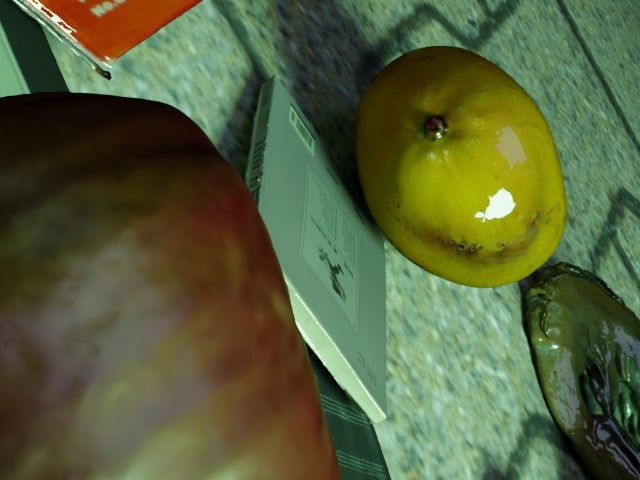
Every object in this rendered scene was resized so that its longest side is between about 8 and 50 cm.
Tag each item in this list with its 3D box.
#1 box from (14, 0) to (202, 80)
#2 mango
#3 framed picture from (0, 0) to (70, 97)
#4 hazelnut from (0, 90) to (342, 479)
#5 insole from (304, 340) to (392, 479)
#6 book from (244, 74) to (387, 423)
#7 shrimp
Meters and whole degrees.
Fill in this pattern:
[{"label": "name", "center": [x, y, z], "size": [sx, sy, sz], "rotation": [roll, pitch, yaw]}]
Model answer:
[{"label": "box", "center": [-0.085, -0.188, 0.749], "size": [0.099, 0.133, 0.182], "rotation": [39, 28, -42]}, {"label": "mango", "center": [0.080, -0.044, 0.988], "size": [0.145, 0.112, 0.219], "rotation": [59, 4, -6]}, {"label": "framed picture", "center": [-0.152, 0.016, 0.567], "size": [0.265, 0.016, 0.347], "rotation": [66, 23, 4]}, {"label": "hazelnut", "center": [-0.086, 0.073, 0.420], "size": [0.181, 0.181, 0.212], "rotation": [-129, -157, -64]}, {"label": "insole", "center": [0.023, 0.159, 0.788], "size": [0.110, 0.012, 0.309], "rotation": [28, 41, -55]}, {"label": "book", "center": [0.000, 0.000, 0.881], "size": [0.127, 0.014, 0.181], "rotation": [55, 19, -25]}, {"label": "shrimp", "center": [0.219, 0.130, 1.178], "size": [0.173, 0.058, 0.253], "rotation": [-19, 80, -58]}]
